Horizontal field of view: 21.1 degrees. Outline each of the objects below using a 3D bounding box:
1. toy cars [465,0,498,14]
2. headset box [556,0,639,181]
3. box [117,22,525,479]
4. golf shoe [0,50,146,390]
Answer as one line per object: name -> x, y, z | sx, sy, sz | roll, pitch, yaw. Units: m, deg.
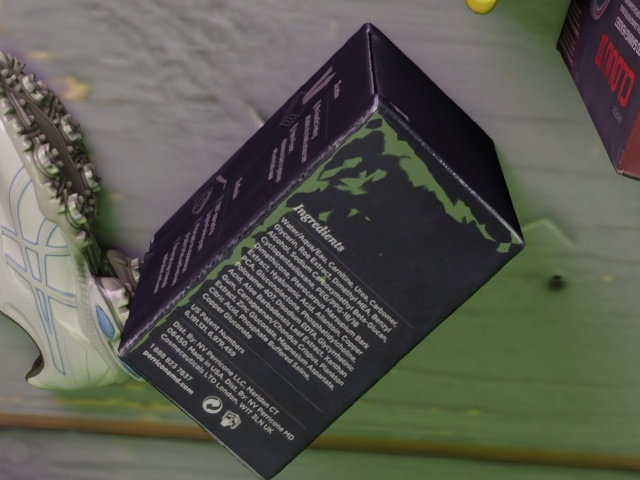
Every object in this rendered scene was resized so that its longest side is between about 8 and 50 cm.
toy cars -> 0.107, -0.250, 0.649 | 0.087, 0.176, 0.393 | 25, 145, -2
headset box -> 0.190, -0.147, 0.692 | 0.110, 0.218, 0.293 | 15, 109, -3
box -> 0.000, 0.000, 0.780 | 0.093, 0.156, 0.158 | 42, 105, -13
golf shoe -> -0.142, -0.001, 0.833 | 0.086, 0.069, 0.176 | -19, 107, 14
